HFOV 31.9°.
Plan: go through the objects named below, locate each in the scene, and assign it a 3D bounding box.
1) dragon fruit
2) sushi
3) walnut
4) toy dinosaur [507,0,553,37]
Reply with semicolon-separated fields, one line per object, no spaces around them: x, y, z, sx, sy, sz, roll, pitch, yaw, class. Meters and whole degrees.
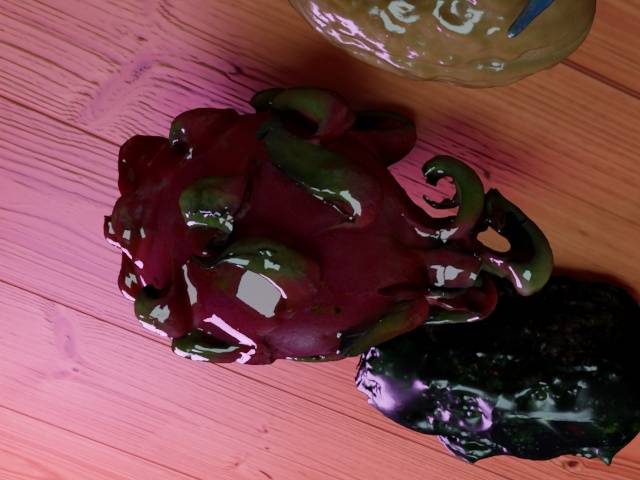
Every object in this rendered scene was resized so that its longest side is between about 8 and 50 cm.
-0.006;-0.005;0.768;0.272;0.198;0.218;5;116;-23;dragon fruit
0.142;0.098;0.878;0.225;0.127;0.124;7;141;12;sushi
0.056;-0.161;0.572;0.184;0.155;0.155;18;142;0;walnut
0.241;-0.178;0.515;0.329;0.076;0.144;-10;124;-16;toy dinosaur
